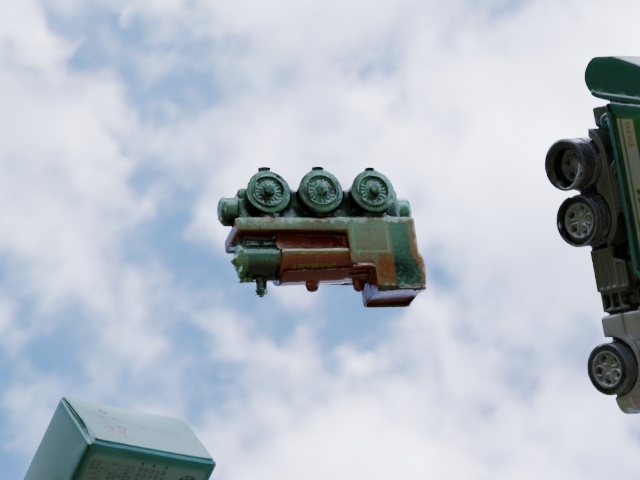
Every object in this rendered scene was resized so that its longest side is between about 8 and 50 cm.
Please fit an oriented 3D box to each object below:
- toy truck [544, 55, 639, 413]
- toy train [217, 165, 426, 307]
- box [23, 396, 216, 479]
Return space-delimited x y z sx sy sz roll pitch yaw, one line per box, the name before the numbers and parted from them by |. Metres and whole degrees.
toy truck | 0.245 -0.010 1.199 0.124 0.114 0.253 -18 -101 48
toy train | 0.000 0.000 1.453 0.176 0.118 0.074 -1 -24 -17
box | -0.229 0.291 1.705 0.153 0.092 0.245 17 -74 -35
